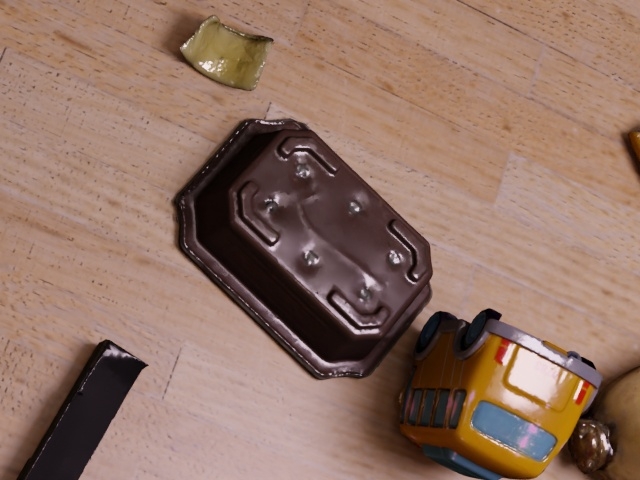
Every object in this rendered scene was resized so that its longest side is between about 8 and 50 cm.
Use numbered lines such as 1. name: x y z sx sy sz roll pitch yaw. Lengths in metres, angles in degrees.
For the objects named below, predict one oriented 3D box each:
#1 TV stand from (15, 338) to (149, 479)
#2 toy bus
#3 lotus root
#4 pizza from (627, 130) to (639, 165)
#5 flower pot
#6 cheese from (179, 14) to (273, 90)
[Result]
1. TV stand: -0.232 0.205 1.573 0.049 0.040 0.256 34 68 -12
2. toy bus: 0.150 0.146 1.654 0.126 0.209 0.136 27 79 -15
3. lotus root: 0.369 0.181 1.766 0.257 0.140 0.154 -10 75 -17
4. pizza: 0.433 -0.077 1.892 0.193 0.053 0.201 -40 83 -23
5. flower pot: 0.000 0.000 1.688 0.251 0.084 0.179 44 67 -8
6. cheese: -0.093 -0.181 1.716 0.084 0.041 0.060 27 77 -26
